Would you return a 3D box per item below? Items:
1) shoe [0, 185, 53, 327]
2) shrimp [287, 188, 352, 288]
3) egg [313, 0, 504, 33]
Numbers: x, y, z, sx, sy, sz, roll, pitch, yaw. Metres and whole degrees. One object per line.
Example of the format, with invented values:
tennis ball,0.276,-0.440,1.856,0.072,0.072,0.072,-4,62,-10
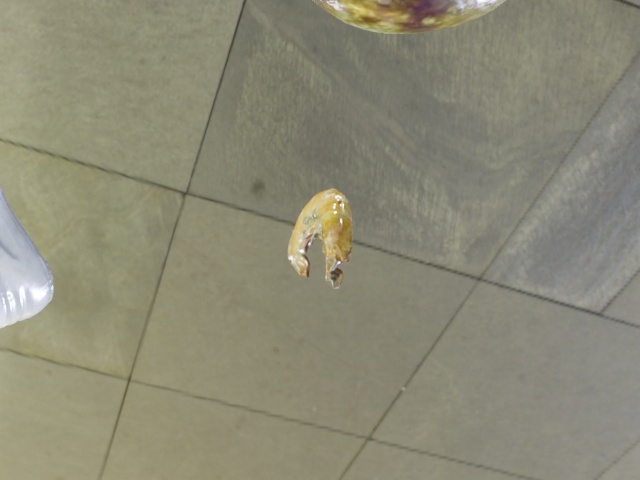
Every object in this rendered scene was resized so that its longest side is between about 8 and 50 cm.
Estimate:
shoe,-0.346,-0.014,0.656,0.124,0.159,0.316,8,135,27
shrimp,0.004,0.001,1.246,0.052,0.187,0.132,26,126,-29
egg,0.097,-0.352,0.897,0.290,0.238,0.238,17,131,-8
